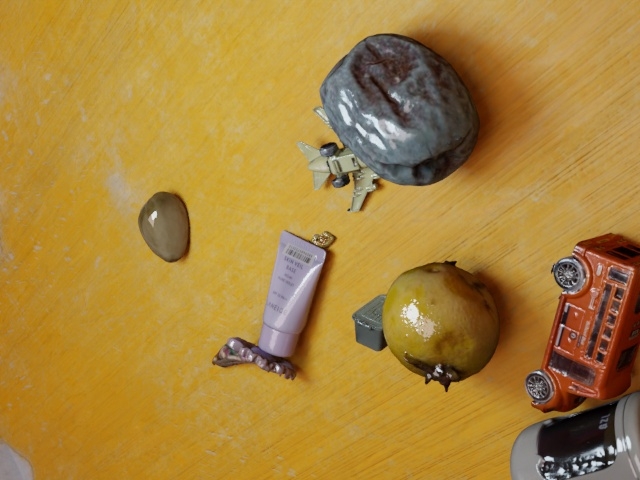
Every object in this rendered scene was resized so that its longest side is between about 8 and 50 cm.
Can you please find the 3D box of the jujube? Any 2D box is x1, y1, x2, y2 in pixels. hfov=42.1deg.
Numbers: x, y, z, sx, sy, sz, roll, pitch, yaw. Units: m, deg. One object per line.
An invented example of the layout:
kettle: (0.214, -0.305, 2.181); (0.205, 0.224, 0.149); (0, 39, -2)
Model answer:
jujube: (0.143, -0.249, 1.558); (0.247, 0.215, 0.308); (-31, 65, 2)

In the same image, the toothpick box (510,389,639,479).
toothpick box: (0.487, 0.411, 1.480); (0.316, 0.229, 0.229); (-31, 82, 41)

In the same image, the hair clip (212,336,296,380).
hair clip: (-0.174, 0.281, 2.011); (0.300, 0.173, 0.069); (-5, 64, 56)

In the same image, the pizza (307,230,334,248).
pizza: (0.000, 0.000, 1.867); (0.083, 0.016, 0.037); (-13, 87, 41)

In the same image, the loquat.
loquat: (0.228, 0.165, 1.596); (0.244, 0.244, 0.243); (11, 108, 36)

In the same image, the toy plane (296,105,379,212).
toy plane: (0.068, -0.172, 1.725); (0.256, 0.104, 0.241); (-3, 115, 45)

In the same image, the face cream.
face cream: (-0.069, 0.127, 1.914); (0.154, 0.096, 0.273); (26, 107, 45)

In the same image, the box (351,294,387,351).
box: (0.126, 0.175, 1.753); (0.084, 0.122, 0.069); (23, 127, 33)

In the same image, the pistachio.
pistachio: (-0.397, -0.034, 2.118); (0.108, 0.126, 0.185); (-131, 33, -74)

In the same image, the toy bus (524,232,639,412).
toy bus: (0.476, 0.162, 1.449); (0.153, 0.143, 0.329); (27, 116, 39)
